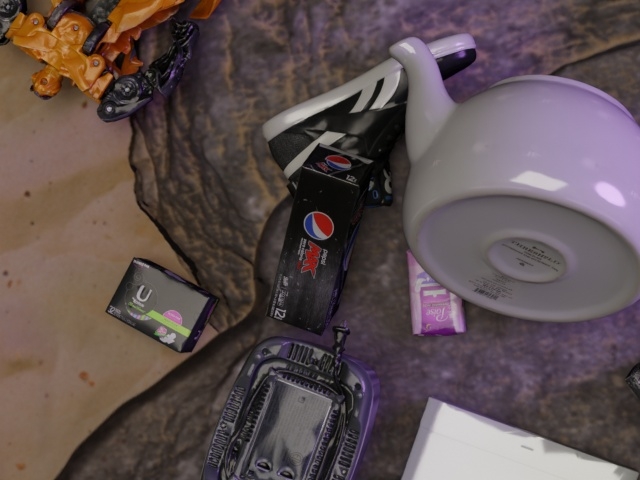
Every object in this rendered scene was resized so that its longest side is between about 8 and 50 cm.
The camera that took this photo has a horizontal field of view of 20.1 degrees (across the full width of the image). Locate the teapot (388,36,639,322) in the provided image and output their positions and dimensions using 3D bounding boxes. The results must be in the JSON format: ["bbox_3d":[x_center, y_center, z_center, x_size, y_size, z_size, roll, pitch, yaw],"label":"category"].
[{"bbox_3d":[0.203,-0.057,1.593,0.253,0.256,0.187,-2,54,27],"label":"teapot"}]

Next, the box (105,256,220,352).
[{"bbox_3d":[-0.149,0.061,1.705,0.083,0.052,0.062,28,92,10],"label":"box"}]

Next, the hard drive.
[{"bbox_3d":[0.145,0.322,1.657,0.203,0.040,0.307,19,89,9],"label":"hard drive"}]

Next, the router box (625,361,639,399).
[{"bbox_3d":[0.314,0.145,1.599,0.038,0.122,0.092,-36,83,10],"label":"router box"}]

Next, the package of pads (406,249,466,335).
[{"bbox_3d":[0.108,0.048,1.679,0.050,0.032,0.083,-4,86,11],"label":"package of pads"}]

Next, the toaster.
[{"bbox_3d":[-0.021,0.174,1.633,0.129,0.146,0.227,19,91,8],"label":"toaster"}]

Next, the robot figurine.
[{"bbox_3d":[-0.181,-0.253,1.709,0.211,0.085,0.291,35,92,9],"label":"robot figurine"}]

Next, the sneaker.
[{"bbox_3d":[0.064,-0.098,1.676,0.217,0.079,0.121,-25,88,14],"label":"sneaker"}]

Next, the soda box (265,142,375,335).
[{"bbox_3d":[0.000,0.000,1.647,0.060,0.053,0.168,20,123,9],"label":"soda box"}]
